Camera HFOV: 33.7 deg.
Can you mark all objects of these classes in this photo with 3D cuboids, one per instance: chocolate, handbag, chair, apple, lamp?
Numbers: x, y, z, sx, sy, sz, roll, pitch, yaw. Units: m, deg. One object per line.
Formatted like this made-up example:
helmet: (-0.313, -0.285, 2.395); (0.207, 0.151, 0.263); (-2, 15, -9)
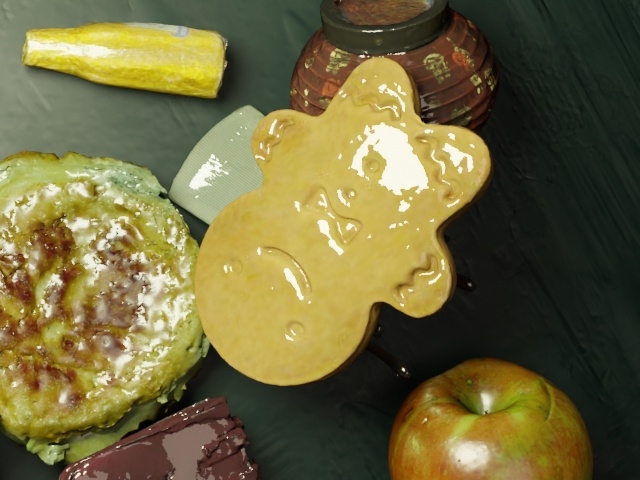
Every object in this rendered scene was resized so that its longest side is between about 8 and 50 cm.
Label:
chocolate: (-0.217, -0.203, 1.171); (0.219, 0.085, 0.085); (1, 91, -17)
handbag: (-0.157, 0.297, 1.148); (0.216, 0.074, 0.203); (-24, 96, -21)
chair: (0.000, 0.000, 1.225); (0.160, 0.319, 0.186); (-53, 150, -9)
apple: (0.202, 0.277, 1.271); (0.246, 0.246, 0.226); (-13, 114, -18)
lamp: (0.082, -0.172, 1.198); (0.247, 0.247, 0.247); (-1, 92, -18)

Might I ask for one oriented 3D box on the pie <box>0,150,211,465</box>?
pie: (-0.265, 0.072, 1.149); (0.288, 0.103, 0.354); (-24, 99, -20)

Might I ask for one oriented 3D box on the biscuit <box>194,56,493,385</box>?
biscuit: (0.008, -0.008, 1.076); (0.355, 0.052, 0.275); (-46, 72, 15)
